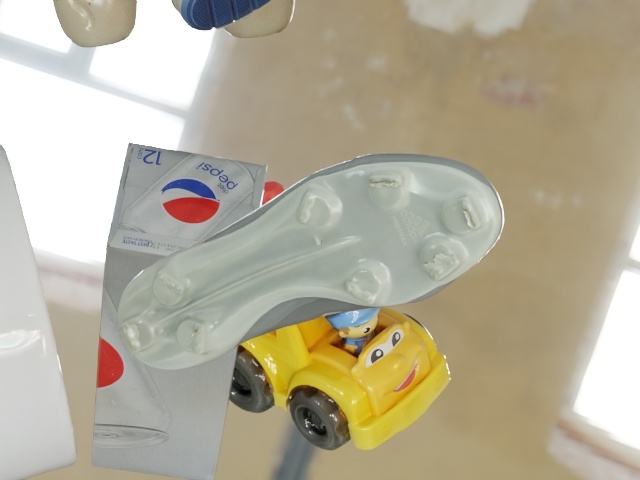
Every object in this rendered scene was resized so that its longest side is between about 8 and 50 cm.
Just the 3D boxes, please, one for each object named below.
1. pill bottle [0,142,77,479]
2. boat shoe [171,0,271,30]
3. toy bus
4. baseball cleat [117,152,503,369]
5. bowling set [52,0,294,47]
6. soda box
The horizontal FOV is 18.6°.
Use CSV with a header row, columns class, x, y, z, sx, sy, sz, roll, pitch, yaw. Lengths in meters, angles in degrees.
class,x,y,z,sx,sy,sz,roll,pitch,yaw
pill bottle,-0.318,0.070,0.969,0.362,0.210,0.210,-13,-164,-10
boat shoe,-0.012,-0.190,1.127,0.183,0.066,0.066,-25,-120,-16
toy bus,-0.004,0.056,1.776,0.220,0.211,0.149,25,-133,36
baseball cleat,0.000,0.000,0.915,0.206,0.072,0.109,-17,-171,26
bowling set,-0.135,-0.221,1.323,0.287,0.154,0.200,-3,-164,13
soda box,-0.103,0.059,1.364,0.098,0.286,0.091,9,-126,-3
